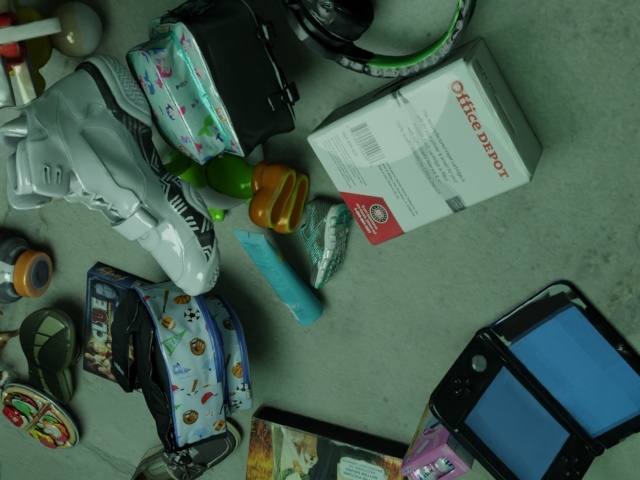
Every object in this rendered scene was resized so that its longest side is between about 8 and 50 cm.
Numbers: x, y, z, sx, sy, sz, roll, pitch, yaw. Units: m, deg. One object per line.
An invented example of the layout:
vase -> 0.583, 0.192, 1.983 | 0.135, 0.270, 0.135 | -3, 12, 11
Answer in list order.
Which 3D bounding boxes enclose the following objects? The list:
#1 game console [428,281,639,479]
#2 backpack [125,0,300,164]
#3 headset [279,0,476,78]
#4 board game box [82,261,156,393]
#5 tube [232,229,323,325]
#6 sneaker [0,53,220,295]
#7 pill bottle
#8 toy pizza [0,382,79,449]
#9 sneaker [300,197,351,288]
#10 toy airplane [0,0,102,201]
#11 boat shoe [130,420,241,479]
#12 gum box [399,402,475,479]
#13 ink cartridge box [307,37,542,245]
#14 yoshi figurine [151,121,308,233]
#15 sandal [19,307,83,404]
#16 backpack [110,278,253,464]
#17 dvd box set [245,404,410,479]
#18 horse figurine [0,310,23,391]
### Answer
game console -> 0.364, 0.258, 1.528 | 0.293, 0.250, 0.173 | 46, 152, -7
backpack -> -0.164, -0.233, 1.403 | 0.191, 0.253, 0.225 | -28, 114, -10
headset -> 0.010, -0.356, 1.296 | 0.394, 0.185, 0.243 | 24, 125, 8
board game box -> -0.368, 0.173, 1.858 | 0.165, 0.042, 0.243 | 19, 124, 12
tube -> -0.068, 0.057, 1.622 | 0.080, 0.052, 0.207 | 2, 139, 43
sneaker -> -0.297, -0.058, 1.344 | 0.137, 0.210, 0.366 | -17, 102, 57
pill bottle -> -0.631, 0.047, 1.841 | 0.245, 0.130, 0.131 | 8, 121, 19
toy pizza -> -0.598, 0.378, 2.057 | 0.201, 0.032, 0.201 | 18, 137, 18
sneaker -> 0.000, 0.000, 1.599 | 0.076, 0.065, 0.167 | 29, 124, 25
toy airplane -> -0.450, -0.307, 1.469 | 0.384, 0.272, 0.386 | 54, 146, 27
boat shoe -> -0.273, 0.440, 1.945 | 0.285, 0.092, 0.103 | -28, 105, 33
gum box -> 0.209, 0.324, 1.614 | 0.062, 0.188, 0.107 | 46, 125, -7
ink cartridge box -> 0.152, -0.139, 1.409 | 0.272, 0.114, 0.197 | -22, 107, 32
yoshi figurine -> -0.218, -0.085, 1.555 | 0.362, 0.203, 0.204 | 19, 131, 15
sandal -> -0.522, 0.217, 1.931 | 0.120, 0.086, 0.303 | 33, 143, 10
backpack -> -0.236, 0.196, 1.682 | 0.276, 0.213, 0.263 | 39, 146, 49
dvd box set -> -0.004, 0.544, 1.856 | 0.307, 0.062, 0.421 | 13, 110, 16
horse figurine -> -0.715, 0.172, 1.992 | 0.263, 0.066, 0.174 | 36, 120, -3
